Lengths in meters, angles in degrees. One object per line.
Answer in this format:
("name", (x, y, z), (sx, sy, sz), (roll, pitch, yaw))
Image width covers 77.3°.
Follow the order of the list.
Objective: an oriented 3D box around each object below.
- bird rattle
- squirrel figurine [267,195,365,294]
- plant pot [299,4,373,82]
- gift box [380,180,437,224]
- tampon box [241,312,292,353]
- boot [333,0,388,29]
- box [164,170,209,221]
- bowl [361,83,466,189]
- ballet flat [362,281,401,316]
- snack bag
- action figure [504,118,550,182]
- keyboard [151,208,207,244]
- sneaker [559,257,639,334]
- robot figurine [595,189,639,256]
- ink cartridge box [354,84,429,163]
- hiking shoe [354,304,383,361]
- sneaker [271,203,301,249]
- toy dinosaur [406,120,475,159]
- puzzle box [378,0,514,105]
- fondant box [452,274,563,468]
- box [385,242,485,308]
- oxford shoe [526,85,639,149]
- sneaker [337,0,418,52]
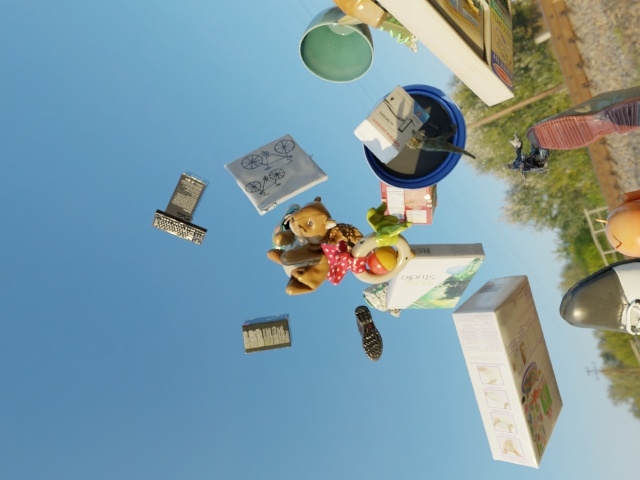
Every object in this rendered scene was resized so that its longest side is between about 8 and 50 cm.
("bird rattle", (0.138, 0.041, 1.034), (0.207, 0.253, 0.143), (40, -173, -32))
("squirrel figurine", (0.000, 0.000, 1.701), (0.398, 0.370, 0.281), (0, -143, -22))
("plant pot", (0.075, -0.805, 1.585), (0.290, 0.290, 0.195), (31, -119, -43))
("gift box", (0.408, -0.213, 1.859), (0.258, 0.255, 0.276), (-59, -31, -51))
("tampon box", (-0.186, 0.327, 1.422), (0.120, 0.161, 0.101), (167, 96, -87))
("boot", (0.145, -0.748, 1.062), (0.211, 0.295, 0.104), (40, -152, 3))
("box", (-0.567, -0.177, 1.700), (0.108, 0.207, 0.153), (26, -173, -15))
("bowl", (0.355, -0.392, 1.543), (0.391, 0.391, 0.077), (58, -167, -15))
("ballet flat", (0.301, 0.249, 1.738), (0.409, 0.147, 0.146), (32, -135, -67))
("snack bag", (-0.175, -0.276, 1.610), (0.342, 0.323, 0.037), (50, 161, 32))
("action figure", (0.787, -0.348, 1.485), (0.275, 0.164, 0.141), (-51, -55, -17))
("keyboard", (-0.487, -0.051, 1.390), (0.180, 0.108, 0.023), (23, -147, -14))
("sneaker", (0.558, 0.105, 0.606), (0.146, 0.331, 0.122), (-79, -26, -55))
("robot figurine", (0.737, -0.035, 0.875), (0.128, 0.220, 0.157), (-53, -48, -81))
("ink cartridge box", (0.228, -0.369, 1.274), (0.148, 0.086, 0.203), (43, -115, -7))
("hiking shoe", (0.201, 0.379, 1.645), (0.114, 0.086, 0.226), (66, -169, -75))
("sneaker", (-0.187, -0.046, 2.112), (0.108, 0.302, 0.121), (20, -151, -11))
("toy dinosaur", (0.446, -0.377, 1.483), (0.064, 0.269, 0.118), (44, -121, -83))
("puzzle box", (0.203, -0.438, 0.662), (0.409, 0.052, 0.271), (19, -109, -38))
("fondant box", (0.421, 0.269, 0.883), (0.238, 0.096, 0.329), (-19, -87, -47))
("box", (0.338, 0.119, 1.236), (0.321, 0.233, 0.058), (89, 179, -56))
("oxford shoe", (0.838, -0.381, 1.250), (0.123, 0.349, 0.130), (49, -124, -31))
("sneaker", (0.253, -0.660, 1.224), (0.158, 0.411, 0.181), (-67, -27, -45))
